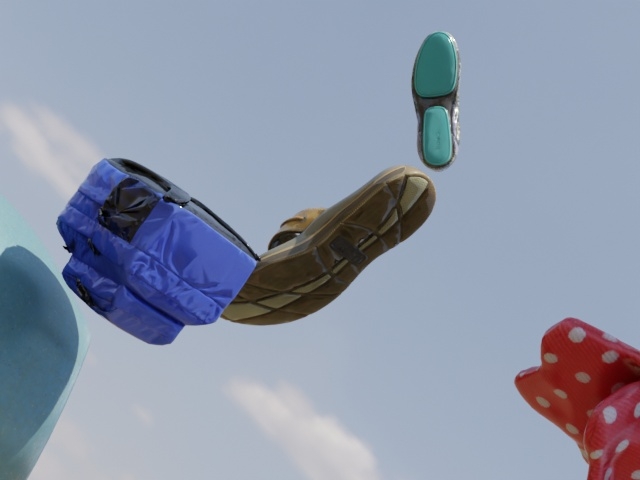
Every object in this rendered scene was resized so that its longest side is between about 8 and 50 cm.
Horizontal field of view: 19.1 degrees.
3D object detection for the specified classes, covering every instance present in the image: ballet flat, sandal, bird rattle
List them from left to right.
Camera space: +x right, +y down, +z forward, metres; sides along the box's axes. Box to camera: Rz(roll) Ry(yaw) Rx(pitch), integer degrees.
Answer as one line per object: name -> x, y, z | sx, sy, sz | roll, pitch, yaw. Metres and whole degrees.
sandal -> 0.000, 0.000, 1.343 | 0.072, 0.180, 0.049 | 43, 15, -44
ballet flat -> 0.093, -0.108, 1.518 | 0.041, 0.114, 0.041 | 2, -11, 0
bird rattle -> 0.237, 0.066, 0.959 | 0.253, 0.207, 0.143 | 21, 26, -7

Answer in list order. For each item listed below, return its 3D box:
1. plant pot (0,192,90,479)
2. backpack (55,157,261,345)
plant pot -> -0.276, 0.083, 1.336 | 0.195, 0.290, 0.290 | 26, -13, -10
backpack -> -0.122, 0.003, 1.258 | 0.098, 0.101, 0.120 | 45, -5, -41
